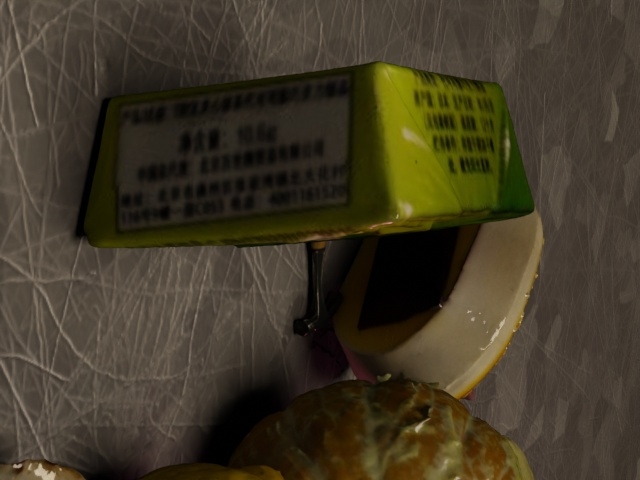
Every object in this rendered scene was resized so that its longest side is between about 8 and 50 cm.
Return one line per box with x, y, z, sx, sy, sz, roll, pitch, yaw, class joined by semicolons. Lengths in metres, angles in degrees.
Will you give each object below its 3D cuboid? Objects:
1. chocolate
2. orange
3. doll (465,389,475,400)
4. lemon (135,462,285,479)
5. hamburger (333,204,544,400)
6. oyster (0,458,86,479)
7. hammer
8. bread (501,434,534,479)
-0.005;-0.067;1.180;0.289;0.301;0.137;-5;90;-61;chocolate
0.055;0.298;1.371;0.249;0.329;0.329;-23;120;-83;orange
0.166;0.126;1.733;0.262;0.093;0.211;-44;141;-51;doll
-0.110;0.314;1.164;0.288;0.233;0.233;-55;143;-25;lemon
0.140;0.055;1.541;0.151;0.227;0.295;47;56;-28;hamburger
-0.298;0.339;0.998;0.204;0.111;0.396;31;71;-41;oyster
0.000;0.000;1.476;0.078;0.021;0.201;-26;121;-56;hammer
0.149;0.384;1.653;0.320;0.237;0.320;-1;90;-72;bread
